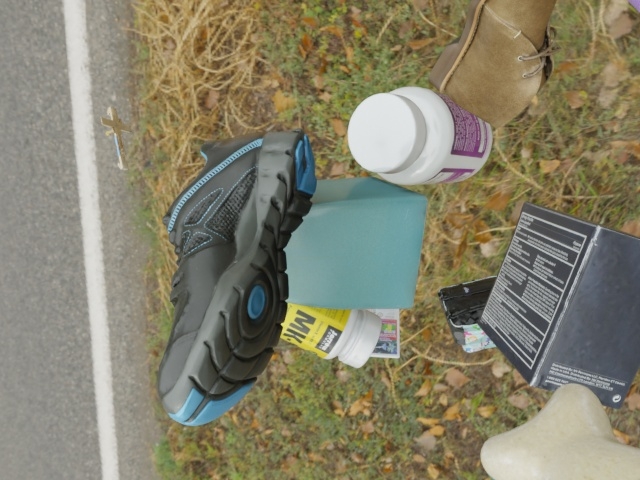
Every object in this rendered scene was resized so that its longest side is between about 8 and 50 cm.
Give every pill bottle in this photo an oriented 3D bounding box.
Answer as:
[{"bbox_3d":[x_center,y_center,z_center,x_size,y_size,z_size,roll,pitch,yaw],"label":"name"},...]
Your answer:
[{"bbox_3d":[0.182,-0.185,0.916,0.169,0.301,0.169,5,99,36],"label":"pill bottle"},{"bbox_3d":[-0.008,0.131,0.874,0.209,0.119,0.119,26,123,-6],"label":"pill bottle"}]

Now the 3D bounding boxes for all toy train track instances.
[{"bbox_3d":[-0.258,-0.127,0.640,0.014,0.048,0.083,-19,80,23],"label":"toy train track"}]

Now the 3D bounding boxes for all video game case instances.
[{"bbox_3d":[0.119,0.226,1.400,0.023,0.201,0.183,116,158,-69],"label":"video game case"}]

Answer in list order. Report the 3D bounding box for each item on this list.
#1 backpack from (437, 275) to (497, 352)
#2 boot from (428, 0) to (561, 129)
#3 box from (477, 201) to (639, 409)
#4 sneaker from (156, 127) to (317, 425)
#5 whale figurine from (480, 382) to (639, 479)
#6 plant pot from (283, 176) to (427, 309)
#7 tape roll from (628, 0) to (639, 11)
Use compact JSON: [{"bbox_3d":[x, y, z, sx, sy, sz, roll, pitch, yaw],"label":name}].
[{"bbox_3d":[0.538,0.234,1.662,0.254,0.225,0.191,-19,122,8],"label":"backpack"},{"bbox_3d":[0.211,-0.219,0.517,0.115,0.112,0.305,49,169,8],"label":"boot"},{"bbox_3d":[0.475,0.105,0.972,0.183,0.296,0.294,15,102,-4],"label":"box"},{"bbox_3d":[-0.106,0.023,0.550,0.140,0.340,0.125,5,147,18],"label":"sneaker"},{"bbox_3d":[0.219,0.212,0.303,0.141,0.216,0.272,56,176,-29],"label":"whale figurine"},{"bbox_3d":[0.000,0.000,0.725,0.165,0.234,0.165,-144,56,-62],"label":"plant pot"},{"bbox_3d":[0.735,-0.597,1.010,0.090,0.275,0.275,54,128,12],"label":"tape roll"}]
